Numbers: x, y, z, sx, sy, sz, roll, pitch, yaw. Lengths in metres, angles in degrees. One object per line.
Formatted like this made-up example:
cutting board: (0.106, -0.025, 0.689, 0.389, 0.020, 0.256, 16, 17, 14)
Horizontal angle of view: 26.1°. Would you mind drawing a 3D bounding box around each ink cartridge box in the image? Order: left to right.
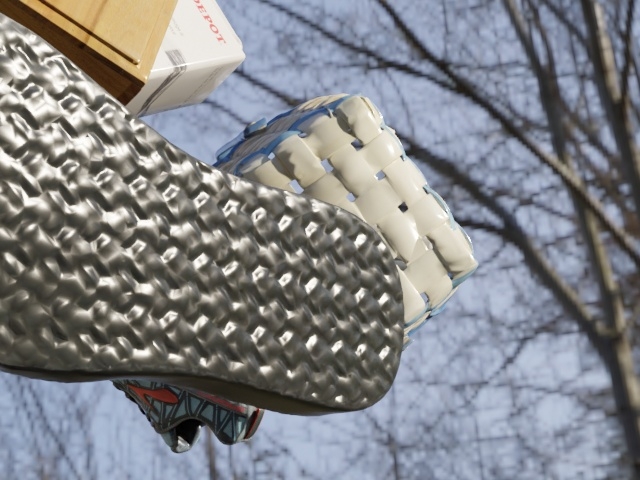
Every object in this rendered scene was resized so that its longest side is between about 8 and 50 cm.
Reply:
ink cartridge box: (-0.250, -0.242, 1.584, 0.273, 0.198, 0.115, -19, -16, -48)

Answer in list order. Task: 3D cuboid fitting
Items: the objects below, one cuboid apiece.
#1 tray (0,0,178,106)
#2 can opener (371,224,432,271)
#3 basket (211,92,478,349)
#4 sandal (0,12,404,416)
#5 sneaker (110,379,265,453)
tray: (-0.234, -0.340, 1.486, 0.203, 0.410, 0.076, 33, -46, -21)
can opener: (0.000, 0.000, 1.542, 0.284, 0.076, 0.095, 15, 2, -13)
basket: (-0.001, -0.003, 1.221, 0.201, 0.254, 0.289, -36, -1, -10)
sandal: (-0.127, 0.010, 0.752, 0.107, 0.167, 0.446, -10, -26, 40)
sneaker: (-0.169, 0.160, 1.447, 0.262, 0.125, 0.104, 2, 3, 40)
